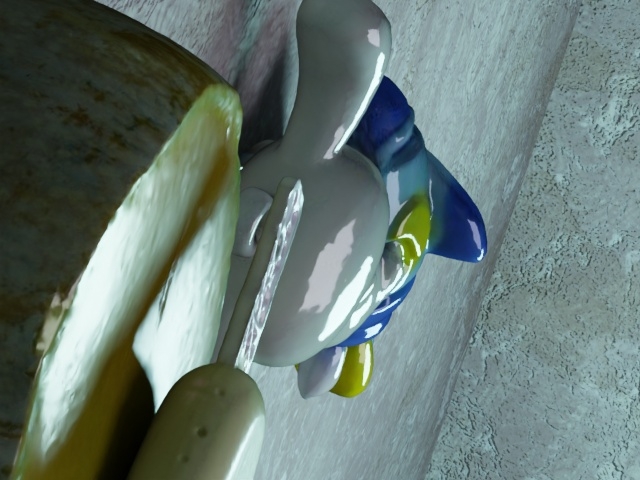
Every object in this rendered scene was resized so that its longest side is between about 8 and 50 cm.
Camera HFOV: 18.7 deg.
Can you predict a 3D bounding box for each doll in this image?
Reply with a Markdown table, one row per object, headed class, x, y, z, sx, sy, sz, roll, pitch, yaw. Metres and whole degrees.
| class | x | y | z | sx | sy | sz | roll | pitch | yaw |
| --- | --- | --- | --- | --- | --- | --- | --- | --- | --- |
| doll | -0.006 | -0.006 | 1.581 | 0.376 | 0.187 | 0.365 | -48 | 162 | 13 |

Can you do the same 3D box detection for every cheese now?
| class | x | y | z | sx | sy | sz | roll | pitch | yaw |
| --- | --- | --- | --- | --- | --- | --- | --- | --- | --- |
| cheese | -0.051 | 0.088 | 0.967 | 0.127 | 0.050 | 0.255 | 79 | 29 | -68 |

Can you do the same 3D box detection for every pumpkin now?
| class | x | y | z | sx | sy | sz | roll | pitch | yaw |
| --- | --- | --- | --- | --- | --- | --- | --- | --- | --- |
| pumpkin | -0.156 | 0.035 | 0.950 | 0.332 | 0.199 | 0.332 | 24 | 90 | -80 |
